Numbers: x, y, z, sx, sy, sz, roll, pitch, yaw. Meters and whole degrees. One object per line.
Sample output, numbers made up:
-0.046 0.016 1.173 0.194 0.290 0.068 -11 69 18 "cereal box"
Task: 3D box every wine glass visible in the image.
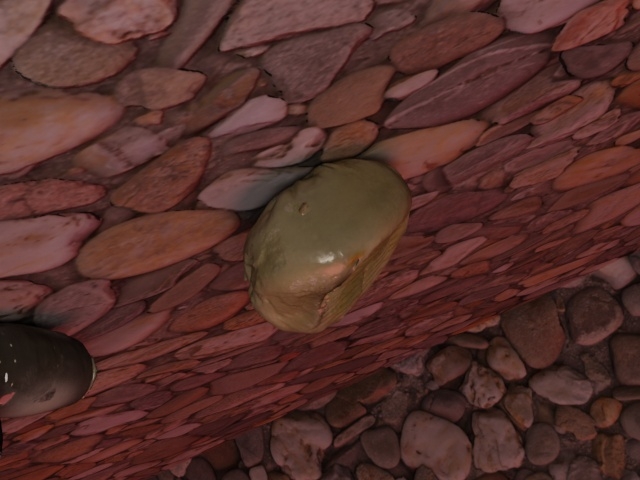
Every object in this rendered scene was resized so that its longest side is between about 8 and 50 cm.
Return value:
-0.363 0.153 1.190 0.111 0.111 0.204 -27 163 18 "wine glass"

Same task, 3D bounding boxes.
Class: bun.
0.000 0.000 1.141 0.229 0.145 0.229 -53 168 -17 "bun"

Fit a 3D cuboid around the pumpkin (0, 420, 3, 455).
-0.433 0.189 1.015 0.233 0.233 0.163 -34 179 36 "pumpkin"
